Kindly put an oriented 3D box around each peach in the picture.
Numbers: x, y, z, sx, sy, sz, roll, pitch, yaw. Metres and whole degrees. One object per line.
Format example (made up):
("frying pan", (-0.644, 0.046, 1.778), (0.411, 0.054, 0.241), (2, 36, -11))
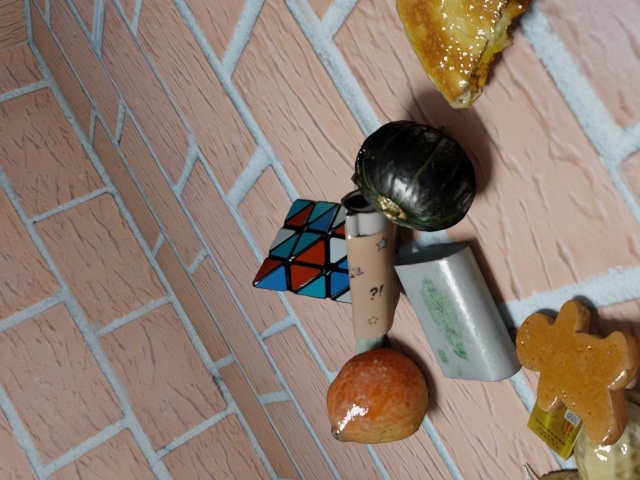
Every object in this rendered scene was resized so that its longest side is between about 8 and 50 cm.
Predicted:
("peach", (0.113, 0.344, 1.410), (0.232, 0.233, 0.232), (43, 149, 34))

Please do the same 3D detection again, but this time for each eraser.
("eraser", (0.231, 0.122, 1.136), (0.174, 0.081, 0.226), (-12, 104, 63))
("eraser", (0.097, 0.023, 1.219), (0.087, 0.171, 0.290), (5, 130, 14))

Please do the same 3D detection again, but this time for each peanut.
("peanut", (0.423, 0.328, 0.937), (0.130, 0.130, 0.290), (25, 137, 51))

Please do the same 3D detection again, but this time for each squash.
("squash", (0.142, -0.095, 1.005), (0.193, 0.156, 0.193), (25, 144, 20))

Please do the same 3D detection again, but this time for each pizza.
("pizza", (0.175, -0.315, 0.798), (0.226, 0.086, 0.335), (17, 131, 50))

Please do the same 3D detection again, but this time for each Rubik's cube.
("Rubik's cube", (0.000, 0.000, 1.363), (0.234, 0.250, 0.284), (-41, 73, 45))

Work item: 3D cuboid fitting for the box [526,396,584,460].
("box", (0.386, 0.283, 1.078), (0.089, 0.022, 0.156), (39, 147, 36))

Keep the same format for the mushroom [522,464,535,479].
("mushroom", (0.463, 0.522, 1.163), (0.306, 0.043, 0.068), (55, 129, 16))

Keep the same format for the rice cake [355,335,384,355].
("rice cake", (0.113, 0.229, 1.508), (0.080, 0.042, 0.221), (35, 143, 36))

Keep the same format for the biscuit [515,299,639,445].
("biscuit", (0.351, 0.167, 0.929), (0.250, 0.036, 0.165), (-148, 71, -74))

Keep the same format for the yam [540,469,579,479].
("yam", (0.422, 0.403, 1.124), (0.032, 0.032, 0.145), (57, 153, 9))
